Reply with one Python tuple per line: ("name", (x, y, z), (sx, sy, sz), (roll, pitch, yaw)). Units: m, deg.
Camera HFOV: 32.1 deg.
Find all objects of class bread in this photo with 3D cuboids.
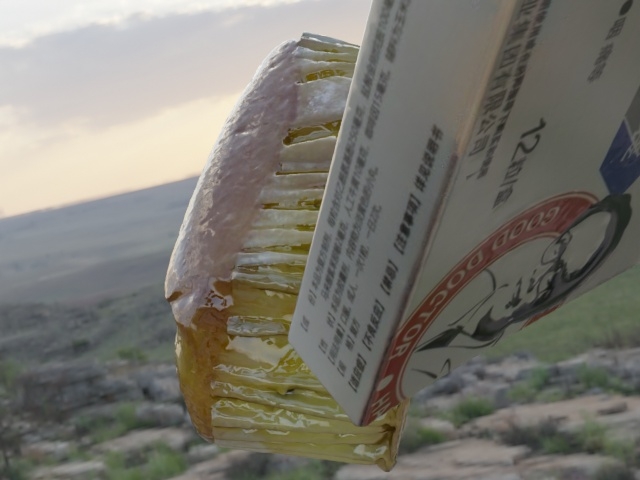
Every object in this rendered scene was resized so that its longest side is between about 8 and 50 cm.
("bread", (0.000, 0.000, 0.700), (0.156, 0.204, 0.288), (9, 48, 6))

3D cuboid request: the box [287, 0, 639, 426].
("box", (0.110, -0.090, 0.429), (0.214, 0.069, 0.353), (-24, -32, -32))
